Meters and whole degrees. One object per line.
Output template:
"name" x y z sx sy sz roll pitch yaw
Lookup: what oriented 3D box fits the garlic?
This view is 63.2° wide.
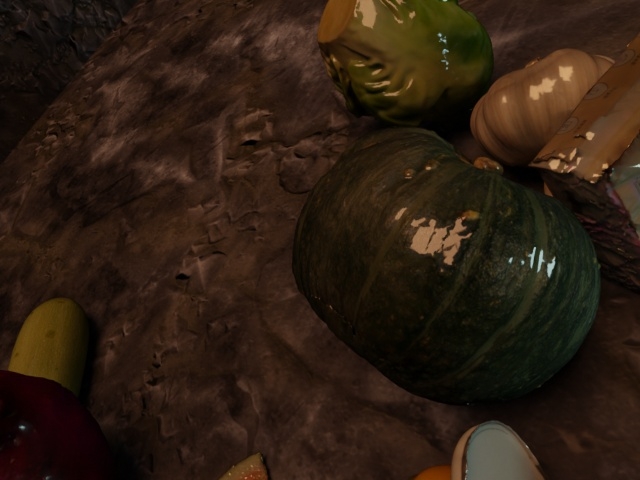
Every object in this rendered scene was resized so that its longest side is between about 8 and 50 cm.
"garlic" 0.310 -0.121 0.676 0.199 0.199 0.226 -14 81 27

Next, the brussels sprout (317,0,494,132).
"brussels sprout" 0.130 -0.296 0.845 0.227 0.294 0.259 -62 28 4

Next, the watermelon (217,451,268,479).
"watermelon" -0.107 0.393 0.636 0.119 0.063 0.245 -12 44 5

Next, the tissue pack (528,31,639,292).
"tissue pack" 0.372 -0.101 0.553 0.257 0.215 0.123 -47 32 -4

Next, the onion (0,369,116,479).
"onion" -0.507 0.368 0.746 0.399 0.398 0.420 -57 22 -14

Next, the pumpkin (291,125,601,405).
"pumpkin" 0.124 0.025 0.588 0.258 0.291 0.328 -59 32 13

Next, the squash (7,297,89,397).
"squash" -0.521 0.212 1.003 0.132 0.132 0.247 -27 47 16

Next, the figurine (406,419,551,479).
"figurine" 0.139 0.308 0.484 0.141 0.166 0.250 -32 54 44
